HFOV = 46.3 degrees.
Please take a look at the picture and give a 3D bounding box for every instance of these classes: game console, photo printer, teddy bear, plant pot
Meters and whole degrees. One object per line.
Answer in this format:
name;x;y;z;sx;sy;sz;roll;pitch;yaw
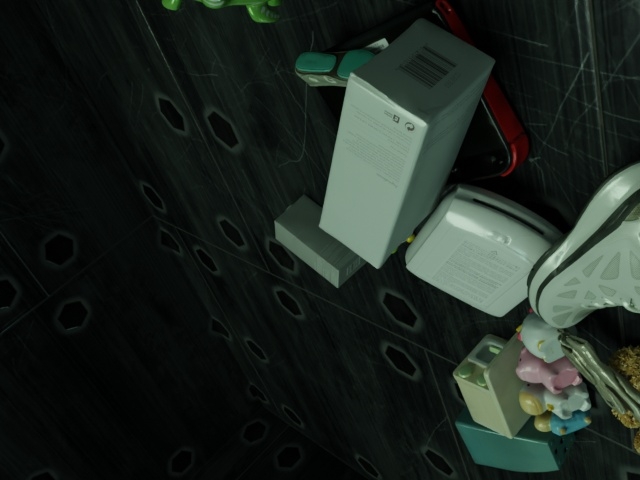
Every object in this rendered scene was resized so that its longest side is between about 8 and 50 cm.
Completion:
game console;0.174;-0.247;1.408;0.386;0.060;0.342;-9;119;53
photo printer;0.325;0.018;1.479;0.256;0.107;0.307;27;154;2
teddy bear;0.626;0.295;1.395;0.338;0.113;0.245;97;162;-67
plant pot;0.499;0.476;1.877;0.234;0.165;0.166;5;132;45

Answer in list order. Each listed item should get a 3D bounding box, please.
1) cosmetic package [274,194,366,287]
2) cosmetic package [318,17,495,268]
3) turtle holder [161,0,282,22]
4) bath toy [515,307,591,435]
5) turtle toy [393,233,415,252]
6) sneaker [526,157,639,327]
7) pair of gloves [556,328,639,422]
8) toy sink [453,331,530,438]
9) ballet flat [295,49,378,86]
cosmetic package;0.000;0.000;2.019;0.238;0.127;0.107;38;155;23
cosmetic package;0.136;-0.155;1.299;0.156;0.217;0.385;36;145;15
turtle holder;-0.179;-0.521;1.319;0.243;0.320;0.228;22;124;24
bath toy;0.496;0.281;1.639;0.129;0.151;0.348;-106;-5;-53
turtle toy;0.171;-0.020;1.778;0.095;0.066;0.130;36;153;25
sneaker;0.492;0.092;1.204;0.448;0.169;0.258;98;150;-57
pair of gloves;0.519;0.243;1.375;0.204;0.042;0.240;49;-178;4
toy sink;0.419;0.324;1.783;0.131;0.153;0.234;18;143;48
ballet flat;0.045;-0.313;1.385;0.213;0.072;0.068;16;165;41
